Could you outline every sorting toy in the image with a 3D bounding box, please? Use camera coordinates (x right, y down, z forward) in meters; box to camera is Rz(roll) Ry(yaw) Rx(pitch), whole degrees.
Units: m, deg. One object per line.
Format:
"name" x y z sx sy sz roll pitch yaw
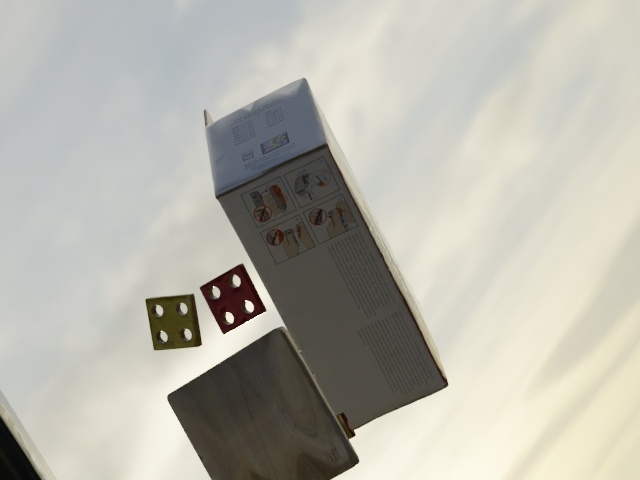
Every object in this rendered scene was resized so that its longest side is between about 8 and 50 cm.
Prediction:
"sorting toy" -0.047 0.149 1.703 0.132 0.274 0.046 -33 -6 27

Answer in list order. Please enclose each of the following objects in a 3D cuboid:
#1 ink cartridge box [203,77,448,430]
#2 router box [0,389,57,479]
"ink cartridge box" 0.000 0.000 2.134 0.130 0.309 0.272 -25 25 4
"router box" -0.370 0.245 1.807 0.243 0.309 0.081 -30 11 2
